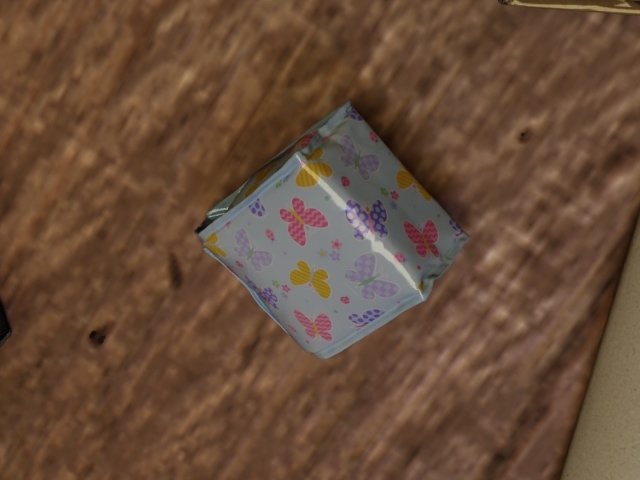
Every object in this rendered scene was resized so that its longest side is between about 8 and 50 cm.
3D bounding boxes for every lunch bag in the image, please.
[{"bbox_3d":[0.000,0.000,0.495,0.071,0.053,0.083,47,133,-6],"label":"lunch bag"}]

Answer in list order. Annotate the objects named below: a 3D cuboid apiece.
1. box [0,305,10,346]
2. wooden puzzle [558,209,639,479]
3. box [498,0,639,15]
[{"bbox_3d":[-0.223,-0.017,0.513,0.147,0.077,0.180,-12,103,12],"label":"box"},{"bbox_3d":[0.277,0.052,0.451,0.347,0.080,0.322,14,108,5],"label":"wooden puzzle"},{"bbox_3d":[0.144,-0.163,0.399,0.164,0.021,0.201,7,87,13],"label":"box"}]
